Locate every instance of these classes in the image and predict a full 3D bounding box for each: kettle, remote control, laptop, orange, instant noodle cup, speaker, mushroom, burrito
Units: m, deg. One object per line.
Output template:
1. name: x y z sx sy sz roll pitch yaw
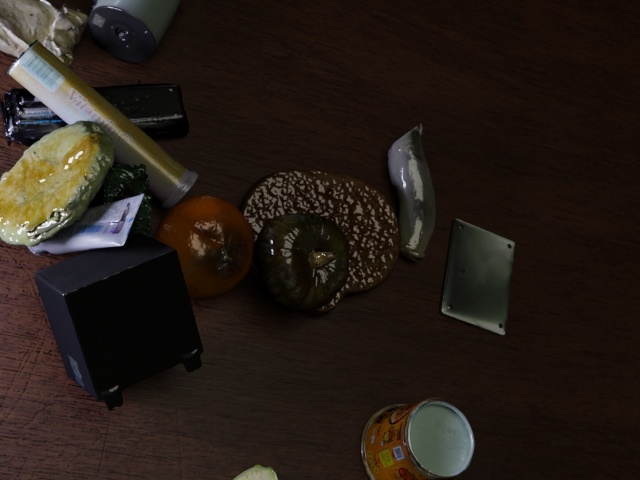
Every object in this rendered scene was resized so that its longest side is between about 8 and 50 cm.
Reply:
1. kettle: -0.430 -0.563 1.954 0.221 0.161 0.236 30 58 -15
2. remote control: -0.486 -0.285 1.875 0.399 0.062 0.144 -8 74 -26
3. laptop: 0.398 0.090 2.140 0.188 0.015 0.268 21 62 -15
4. orange: -0.240 0.015 1.779 0.224 0.170 0.223 -7 101 -40
5. instant noodle cup: 0.216 0.439 1.825 0.216 0.172 0.215 9 65 -19
6. speaker: -0.375 0.147 1.624 0.232 0.184 0.253 -24 114 -29
7. mushroom: 0.229 -0.119 2.107 0.110 0.097 0.351 4 70 -22
8. burrito: -0.684 -0.477 1.847 0.348 0.107 0.175 11 50 -22

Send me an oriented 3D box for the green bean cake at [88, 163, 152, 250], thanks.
1. green bean cake: -0.402 -0.034 1.738 0.107 0.193 0.208 0 71 -30

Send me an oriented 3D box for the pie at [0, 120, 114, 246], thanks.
1. pie: -0.523 -0.110 1.673 0.071 0.307 0.306 41 51 -45

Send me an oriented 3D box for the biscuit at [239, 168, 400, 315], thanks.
1. biscuit: -0.003 0.003 1.967 0.395 0.070 0.350 11 71 -20

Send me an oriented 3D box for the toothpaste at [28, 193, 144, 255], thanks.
1. toothpaste: -0.453 -0.020 1.649 0.073 0.299 0.113 45 50 -38

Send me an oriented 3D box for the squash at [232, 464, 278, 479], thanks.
1. squash: -0.093 0.545 1.701 0.200 0.075 0.090 58 34 5

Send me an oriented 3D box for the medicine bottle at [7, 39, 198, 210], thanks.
1. medicine bottle: -0.449 -0.240 1.790 0.426 0.108 0.108 43 58 -17

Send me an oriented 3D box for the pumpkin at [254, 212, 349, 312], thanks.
1. pumpkin: -0.027 0.045 1.806 0.219 0.162 0.218 2 87 -38
